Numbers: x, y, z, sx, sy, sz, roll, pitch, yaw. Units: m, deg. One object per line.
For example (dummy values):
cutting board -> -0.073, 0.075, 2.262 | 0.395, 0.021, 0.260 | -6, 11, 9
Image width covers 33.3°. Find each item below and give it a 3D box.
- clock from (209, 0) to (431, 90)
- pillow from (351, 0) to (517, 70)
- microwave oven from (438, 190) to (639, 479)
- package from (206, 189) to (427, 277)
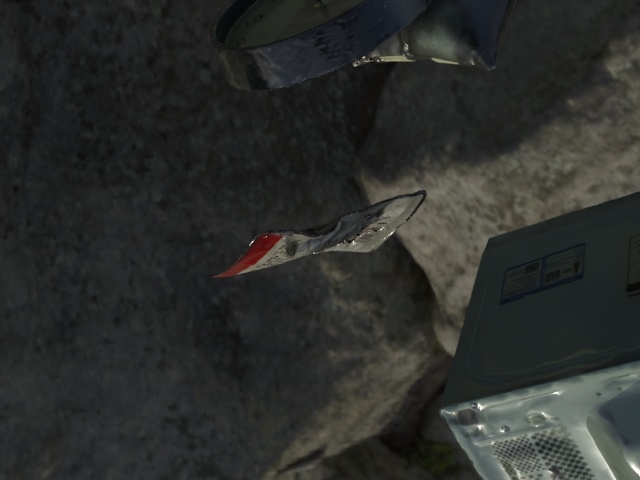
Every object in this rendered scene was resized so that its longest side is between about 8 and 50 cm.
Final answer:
clock -> 0.000, -0.275, 1.246 | 0.280, 0.280, 0.055 | -26, 121, 5
pillow -> 0.154, -0.309, 1.395 | 0.106, 0.250, 0.186 | 30, 76, -45
microwave oven -> 0.183, 0.056, 0.502 | 0.208, 0.162, 0.122 | -19, 117, 30
package -> 0.000, 0.000, 1.228 | 0.239, 0.030, 0.154 | -15, 165, -34
